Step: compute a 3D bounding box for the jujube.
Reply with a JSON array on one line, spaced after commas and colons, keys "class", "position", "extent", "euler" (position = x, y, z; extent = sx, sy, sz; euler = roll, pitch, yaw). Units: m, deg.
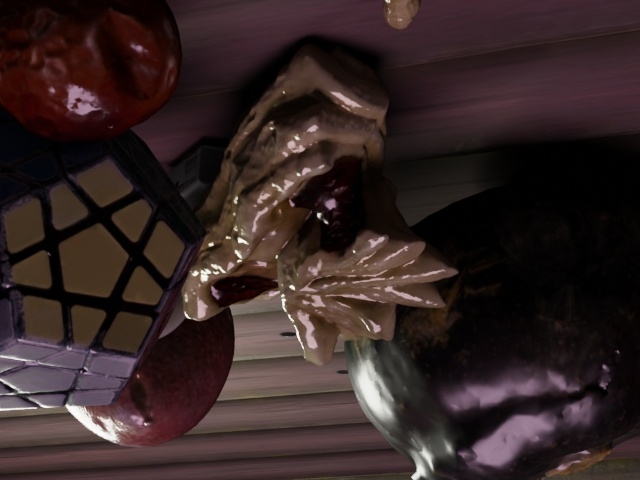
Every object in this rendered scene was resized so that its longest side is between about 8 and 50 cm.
[{"class": "jujube", "position": [-0.226, -0.166, 1.447], "extent": [0.168, 0.168, 0.236], "euler": [16, 173, -37]}]

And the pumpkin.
[{"class": "pumpkin", "position": [0.244, 0.110, 1.917], "extent": [0.454, 0.344, 0.454], "euler": [-19, 164, -6]}]

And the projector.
[{"class": "projector", "position": [-0.093, -0.061, 1.868], "extent": [0.147, 0.061, 0.115], "euler": [11, 160, -26]}]

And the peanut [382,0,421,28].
[{"class": "peanut", "position": [0.071, -0.218, 1.449], "extent": [0.037, 0.037, 0.083], "euler": [1, 163, 0]}]

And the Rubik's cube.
[{"class": "Rubik's cube", "position": [-0.267, 0.012, 1.558], "extent": [0.319, 0.319, 0.264], "euler": [-2, 129, 7]}]

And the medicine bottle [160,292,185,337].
[{"class": "medicine bottle", "position": [-0.328, 0.053, 1.986], "extent": [0.208, 0.208, 0.339], "euler": [18, 154, -40]}]

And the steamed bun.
[{"class": "steamed bun", "position": [0.000, 0.000, 1.720], "extent": [0.247, 0.189, 0.428], "euler": [9, 146, -23]}]

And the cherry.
[{"class": "cherry", "position": [-0.240, 0.152, 2.178], "extent": [0.261, 0.307, 0.221], "euler": [-16, 130, -2]}]
